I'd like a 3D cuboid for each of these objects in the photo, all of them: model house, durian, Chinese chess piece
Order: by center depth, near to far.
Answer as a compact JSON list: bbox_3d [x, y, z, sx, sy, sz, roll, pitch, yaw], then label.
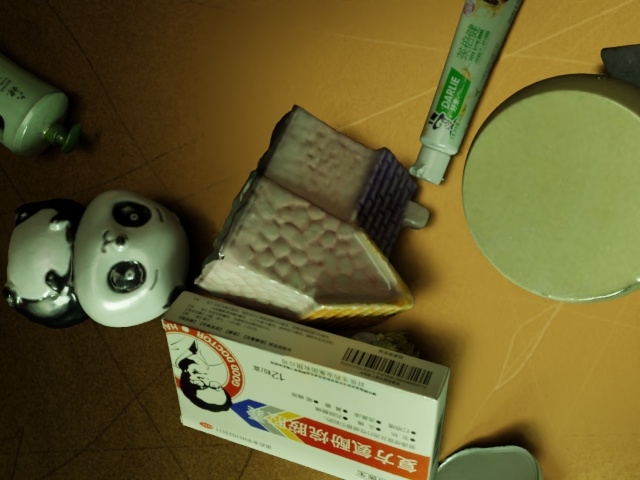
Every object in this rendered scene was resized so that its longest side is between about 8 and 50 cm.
[{"bbox_3d":[0.298,-0.059,0.970,0.273,0.102,0.273,10,110,29],"label":"Chinese chess piece"},{"bbox_3d":[0.000,0.000,1.059,0.238,0.202,0.236,27,65,-7],"label":"model house"},{"bbox_3d":[0.048,0.171,1.100,0.224,0.078,0.140,-10,119,36],"label":"durian"}]

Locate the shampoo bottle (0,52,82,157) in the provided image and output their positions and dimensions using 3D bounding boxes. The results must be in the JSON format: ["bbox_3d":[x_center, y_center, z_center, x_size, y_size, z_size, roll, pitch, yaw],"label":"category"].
[{"bbox_3d":[-0.448,-0.197,1.213,0.234,0.087,0.118,33,96,12],"label":"shampoo bottle"}]

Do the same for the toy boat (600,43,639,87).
[{"bbox_3d":[0.484,-0.280,0.950,0.276,0.111,0.293,16,92,15],"label":"toy boat"}]

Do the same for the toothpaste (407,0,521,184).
[{"bbox_3d":[0.190,-0.224,1.063,0.058,0.056,0.314,18,94,-26],"label":"toothpaste"}]

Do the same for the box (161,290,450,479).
[{"bbox_3d":[-0.022,0.199,1.057,0.353,0.069,0.214,16,133,18],"label":"box"}]

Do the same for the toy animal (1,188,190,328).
[{"bbox_3d":[-0.293,0.026,1.137,0.235,0.165,0.187,-3,74,18],"label":"toy animal"}]

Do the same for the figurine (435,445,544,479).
[{"bbox_3d":[0.214,0.370,1.058,0.141,0.166,0.250,37,132,-24],"label":"figurine"}]
